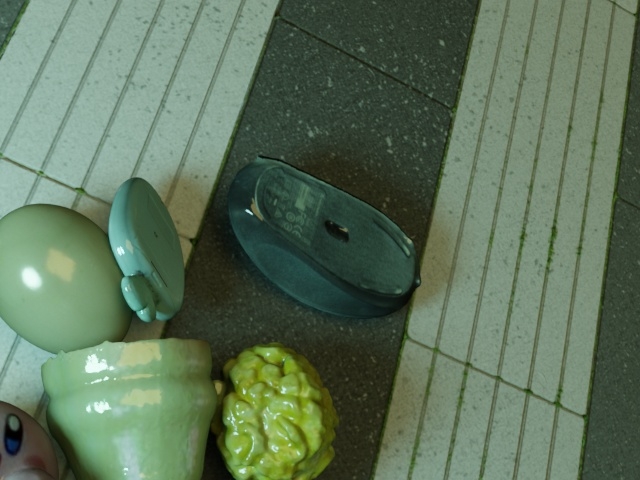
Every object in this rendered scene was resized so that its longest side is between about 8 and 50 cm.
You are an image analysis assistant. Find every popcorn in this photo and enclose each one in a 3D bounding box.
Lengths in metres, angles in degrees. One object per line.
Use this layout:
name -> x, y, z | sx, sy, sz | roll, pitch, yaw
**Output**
popcorn -> -0.067, 0.269, 1.507 | 0.181, 0.217, 0.235 | -22, 86, -5

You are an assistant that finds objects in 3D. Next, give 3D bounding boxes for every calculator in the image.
calculator -> -0.252, 0.014, 1.498 | 0.295, 0.042, 0.184 | -98, 164, -58

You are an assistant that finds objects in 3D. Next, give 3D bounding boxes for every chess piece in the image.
chess piece -> -0.239, 0.365, 1.368 | 0.234, 0.234, 0.442 | -2, 76, -28

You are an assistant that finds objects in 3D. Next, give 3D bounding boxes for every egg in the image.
egg -> -0.367, 0.059, 1.436 | 0.242, 0.186, 0.186 | 52, 55, -16

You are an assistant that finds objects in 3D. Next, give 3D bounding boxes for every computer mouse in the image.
computer mouse -> -0.001, 0.000, 1.693 | 0.374, 0.114, 0.203 | 32, 56, -21

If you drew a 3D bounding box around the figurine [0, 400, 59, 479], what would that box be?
figurine -> -0.450, 0.314, 1.288 | 0.269, 0.261, 0.211 | 15, 36, -20
